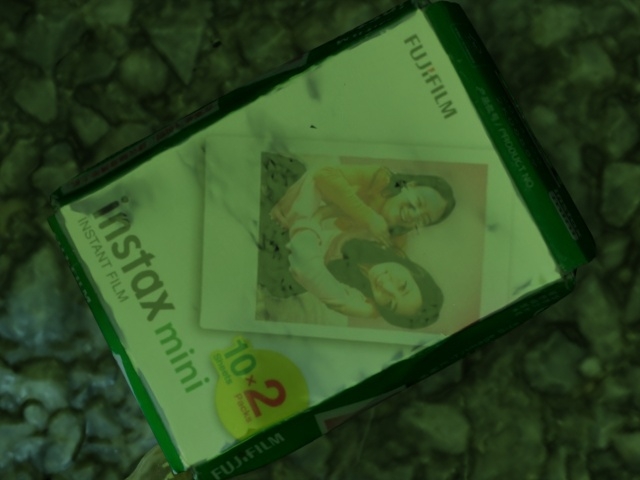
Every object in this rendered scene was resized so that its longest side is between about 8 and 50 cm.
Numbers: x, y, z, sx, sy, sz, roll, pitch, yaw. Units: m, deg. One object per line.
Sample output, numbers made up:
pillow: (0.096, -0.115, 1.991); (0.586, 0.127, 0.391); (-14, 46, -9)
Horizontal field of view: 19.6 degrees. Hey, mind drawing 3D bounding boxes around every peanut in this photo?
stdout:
peanut: (-0.100, 0.145, 1.033); (0.083, 0.037, 0.037); (-44, 85, 15)

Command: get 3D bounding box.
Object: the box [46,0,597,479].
box: (0.000, 0.000, 0.970); (0.250, 0.103, 0.180); (-29, 87, 11)
